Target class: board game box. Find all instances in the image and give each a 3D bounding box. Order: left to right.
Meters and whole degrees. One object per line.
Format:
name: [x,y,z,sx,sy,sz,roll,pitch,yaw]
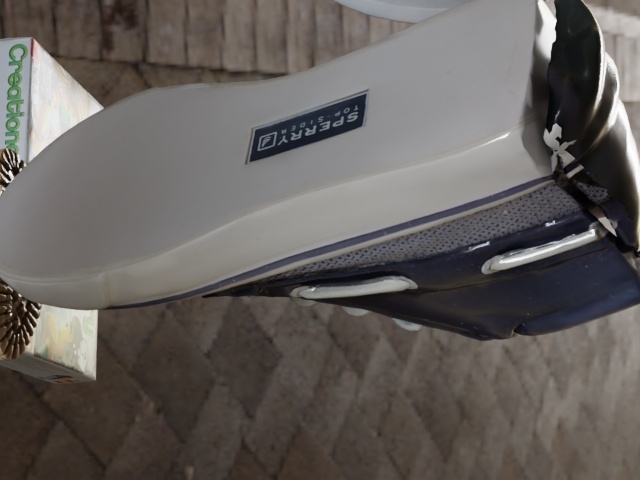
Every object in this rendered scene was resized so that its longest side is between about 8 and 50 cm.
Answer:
board game box: [-0.275,-0.022,1.216,0.193,0.053,0.305,52,36,-72]

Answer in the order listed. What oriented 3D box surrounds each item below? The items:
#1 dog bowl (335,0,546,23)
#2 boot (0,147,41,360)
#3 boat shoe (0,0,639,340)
dog bowl: [0.112,-0.315,1.177,0.265,0.265,0.104,-52,150,-44]
boot: [-0.252,0.017,0.894,0.059,0.084,0.158,48,31,-65]
boat shoe: [0.000,0.000,0.608,0.158,0.340,0.127,47,44,-41]
